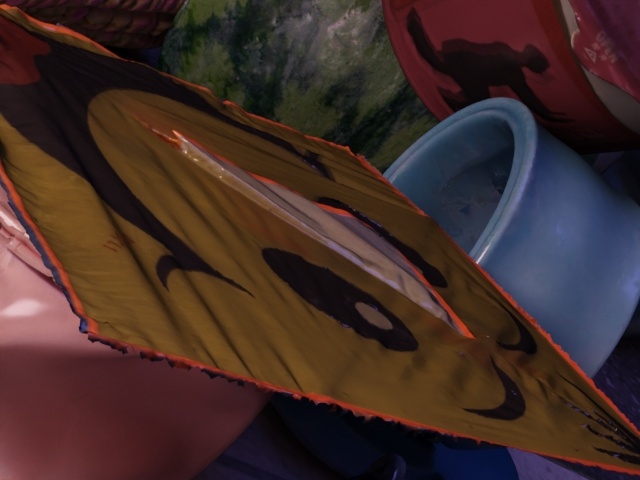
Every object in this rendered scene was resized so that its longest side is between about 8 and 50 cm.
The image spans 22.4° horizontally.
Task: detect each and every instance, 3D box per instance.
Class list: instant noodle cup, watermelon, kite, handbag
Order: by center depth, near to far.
[{"bbox_3d":[-0.096,0.020,0.593,0.179,0.116,0.205,33,15,-2],"label":"handbag"},{"bbox_3d":[-0.001,0.002,0.594,0.327,0.013,0.377,34,14,0],"label":"kite"},{"bbox_3d":[0.153,-0.146,0.855,0.235,0.178,0.234,6,79,-32],"label":"instant noodle cup"},{"bbox_3d":[0.028,-0.135,1.032,0.262,0.213,0.201,32,23,-27],"label":"watermelon"}]

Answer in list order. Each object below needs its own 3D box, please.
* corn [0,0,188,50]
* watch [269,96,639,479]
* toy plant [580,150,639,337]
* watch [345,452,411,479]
[{"bbox_3d":[-0.161,-0.172,0.895,0.126,0.126,0.335,48,23,13],"label":"corn"},{"bbox_3d":[0.064,0.022,0.820,0.211,0.193,0.211,38,23,-19],"label":"watch"},{"bbox_3d":[0.263,-0.054,1.310,0.332,0.247,0.247,44,20,-10],"label":"toy plant"},{"bbox_3d":[0.051,0.183,0.666,0.193,0.068,0.206,28,27,-38],"label":"watch"}]
